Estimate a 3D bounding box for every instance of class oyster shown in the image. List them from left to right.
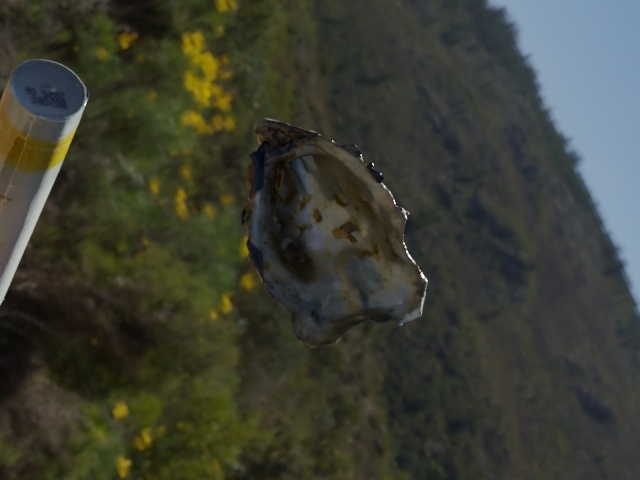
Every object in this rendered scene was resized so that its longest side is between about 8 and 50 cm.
[{"bbox_3d":[0.001,-0.009,0.878,0.051,0.103,0.148,-151,-137,-77],"label":"oyster"}]

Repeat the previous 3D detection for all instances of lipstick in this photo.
[{"bbox_3d":[-0.240,-0.032,1.081,0.264,0.059,0.059,-56,-133,46],"label":"lipstick"}]
